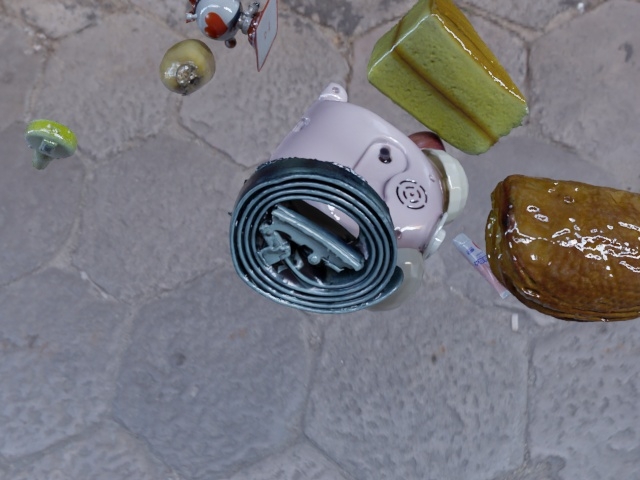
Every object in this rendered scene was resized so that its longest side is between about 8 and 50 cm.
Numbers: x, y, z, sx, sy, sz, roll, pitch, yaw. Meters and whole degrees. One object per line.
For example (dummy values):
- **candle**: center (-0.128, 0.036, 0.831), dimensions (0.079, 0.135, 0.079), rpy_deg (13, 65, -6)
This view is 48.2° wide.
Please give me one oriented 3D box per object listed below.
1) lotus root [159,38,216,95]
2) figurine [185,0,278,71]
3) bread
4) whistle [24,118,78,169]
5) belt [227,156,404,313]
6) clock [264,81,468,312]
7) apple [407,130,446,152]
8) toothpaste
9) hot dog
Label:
- **lotus root**: center (-0.358, -0.465, 1.917), dimensions (0.146, 0.303, 0.131), rpy_deg (-34, 105, 11)
- **figurine**: center (-0.243, -0.575, 1.864), dimensions (0.226, 0.183, 0.160), rpy_deg (16, 66, 5)
- **bread**: center (0.321, -0.399, 1.748), dimensions (0.361, 0.233, 0.245), rpy_deg (39, 36, -14)
- **whistle**: center (-0.579, -0.193, 1.509), dimensions (0.104, 0.198, 0.057), rpy_deg (23, 63, -25)
- **belt**: center (0.000, 0.000, 1.008), dimensions (0.267, 0.116, 0.206), rpy_deg (21, 110, -11)
- **clock**: center (0.070, -0.073, 1.229), dimensions (0.326, 0.184, 0.342), rpy_deg (35, 63, 0)
- **apple**: center (0.253, -0.201, 1.816), dimensions (0.120, 0.153, 0.153), rpy_deg (-5, 64, -4)
- **toothpaste**: center (0.405, 0.061, 1.773), dimensions (0.067, 0.043, 0.194), rpy_deg (-27, 61, -28)
- **hot dog**: center (0.348, 0.004, 0.939), dimensions (0.272, 0.122, 0.196), rpy_deg (6, 62, -9)
